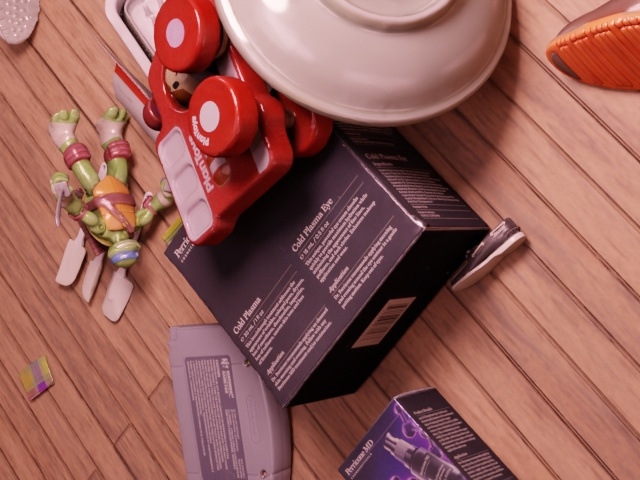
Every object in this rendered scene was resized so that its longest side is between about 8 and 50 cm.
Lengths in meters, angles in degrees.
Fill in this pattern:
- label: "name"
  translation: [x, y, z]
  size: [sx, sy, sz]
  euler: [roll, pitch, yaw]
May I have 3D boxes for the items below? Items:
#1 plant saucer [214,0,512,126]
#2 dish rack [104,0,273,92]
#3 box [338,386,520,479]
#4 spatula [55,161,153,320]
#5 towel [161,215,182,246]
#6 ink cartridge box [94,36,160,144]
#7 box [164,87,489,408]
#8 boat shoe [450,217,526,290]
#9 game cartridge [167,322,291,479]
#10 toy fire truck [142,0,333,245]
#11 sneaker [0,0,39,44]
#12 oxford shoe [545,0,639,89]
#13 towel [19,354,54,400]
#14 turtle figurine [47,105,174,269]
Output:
- label: "plant saucer"
  translation: [0.066, -0.342, 1.442]
  size: [0.100, 0.400, 0.400]
  euler: [129, 124, -66]
- label: "dish rack"
  translation: [-0.132, -0.305, 1.719]
  size: [0.285, 0.072, 0.333]
  euler: [-33, 67, -7]
- label: "box"
  translation: [0.151, 0.326, 1.567]
  size: [0.207, 0.108, 0.153]
  euler: [46, 117, 26]
- label: "spatula"
  translation: [-0.368, 0.001, 2.008]
  size: [0.168, 0.019, 0.242]
  euler: [32, 106, 33]
- label: "towel"
  translation: [-0.166, 0.049, 1.852]
  size: [0.102, 0.021, 0.237]
  euler: [-51, 64, 28]
- label: "ink cartridge box"
  translation: [-0.266, -0.193, 1.793]
  size: [0.066, 0.232, 0.189]
  euler: [-45, 63, 5]
- label: "box"
  translation: [0.000, 0.000, 1.626]
  size: [0.312, 0.179, 0.343]
  euler: [50, 118, 25]
- label: "boat shoe"
  translation: [0.218, 0.019, 1.546]
  size: [0.125, 0.046, 0.038]
  euler: [-44, 66, 26]
- label: "game cartridge"
  translation: [-0.139, 0.273, 1.807]
  size: [0.196, 0.060, 0.294]
  euler: [-6, 93, 41]
- label: "toy fire truck"
  translation: [-0.146, -0.174, 1.525]
  size: [0.254, 0.169, 0.302]
  euler: [-39, 67, 39]
- label: "sneaker"
  translation: [-0.581, -0.462, 2.121]
  size: [0.095, 0.090, 0.235]
  euler: [-24, 73, 48]
- label: "oxford shoe"
  translation: [0.431, -0.276, 1.354]
  size: [0.363, 0.130, 0.133]
  euler: [-12, 52, 43]
- label: "towel"
  translation: [-0.524, 0.254, 2.135]
  size: [0.083, 0.009, 0.060]
  euler: [-35, 70, 32]
- label: "turtle figurine"
  translation: [-0.331, -0.109, 1.861]
  size: [0.198, 0.275, 0.266]
  euler: [-22, 67, -3]
